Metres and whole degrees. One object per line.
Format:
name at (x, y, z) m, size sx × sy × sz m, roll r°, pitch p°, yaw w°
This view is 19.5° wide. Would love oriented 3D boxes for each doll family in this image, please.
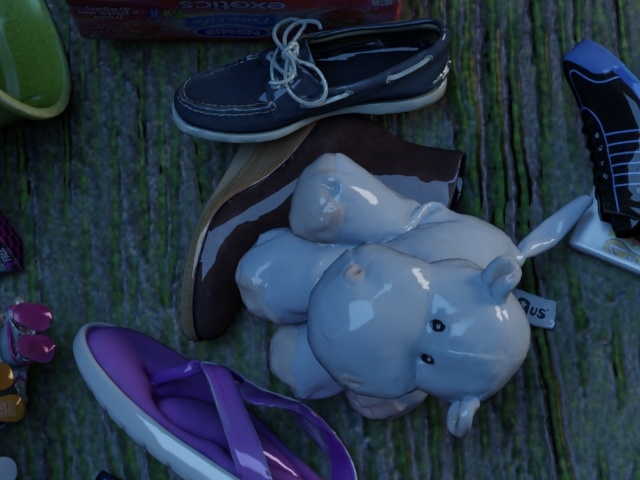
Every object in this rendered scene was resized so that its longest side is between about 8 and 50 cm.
doll family at (-0.299, 0.178, 1.662) m, size 0.118 × 0.163 × 0.263 m, roll -3°, pitch 75°, yaw -22°

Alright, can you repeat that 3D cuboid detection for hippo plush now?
hippo plush at (0.080, 0.081, 1.531) m, size 0.294 × 0.236 × 0.234 m, roll 11°, pitch 111°, yaw -10°

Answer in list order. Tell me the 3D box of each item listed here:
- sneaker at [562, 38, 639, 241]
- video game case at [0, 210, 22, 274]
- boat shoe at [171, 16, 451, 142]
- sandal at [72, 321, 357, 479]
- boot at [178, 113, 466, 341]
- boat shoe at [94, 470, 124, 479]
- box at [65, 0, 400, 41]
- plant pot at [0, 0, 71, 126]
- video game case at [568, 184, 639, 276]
sneaker at (0.266, -0.065, 1.608) m, size 0.090 × 0.081 × 0.232 m, roll -34°, pitch 75°, yaw -4°
video game case at (-0.410, -0.025, 1.684) m, size 0.210 × 0.232 × 0.041 m, roll -13°, pitch 53°, yaw 8°
boat shoe at (-0.007, -0.147, 1.649) m, size 0.255 × 0.079 × 0.095 m, roll -6°, pitch 54°, yaw -5°
sandal at (-0.032, 0.183, 1.588) m, size 0.416 × 0.169 × 0.102 m, roll 39°, pitch 104°, yaw 16°
boot at (0.000, 0.000, 1.667) m, size 0.207 × 0.090 × 0.248 m, roll 19°, pitch 79°, yaw 16°
boat shoe at (-0.097, 0.258, 1.628) m, size 0.258 × 0.109 × 0.089 m, roll 12°, pitch 78°, yaw 11°
box at (-0.077, -0.272, 1.688) m, size 0.300 × 0.142 × 0.154 m, roll 0°, pitch 79°, yaw 0°
plant pot at (-0.414, -0.173, 1.717) m, size 0.254 × 0.276 × 0.276 m, roll -30°, pitch 74°, yaw 16°
video game case at (0.363, -0.045, 1.640) m, size 0.227 × 0.026 × 0.206 m, roll 23°, pitch 84°, yaw 14°
